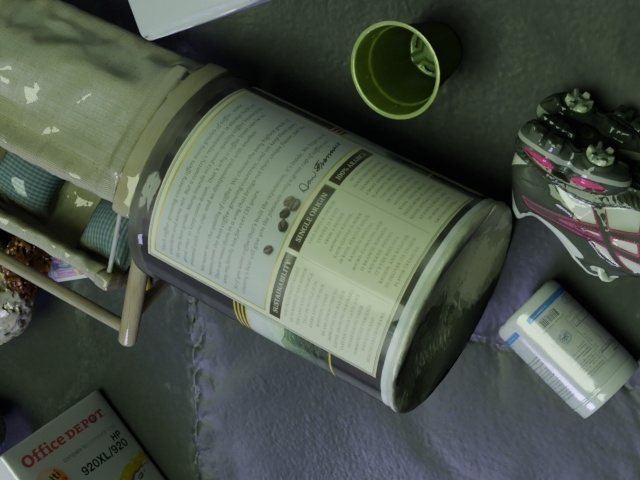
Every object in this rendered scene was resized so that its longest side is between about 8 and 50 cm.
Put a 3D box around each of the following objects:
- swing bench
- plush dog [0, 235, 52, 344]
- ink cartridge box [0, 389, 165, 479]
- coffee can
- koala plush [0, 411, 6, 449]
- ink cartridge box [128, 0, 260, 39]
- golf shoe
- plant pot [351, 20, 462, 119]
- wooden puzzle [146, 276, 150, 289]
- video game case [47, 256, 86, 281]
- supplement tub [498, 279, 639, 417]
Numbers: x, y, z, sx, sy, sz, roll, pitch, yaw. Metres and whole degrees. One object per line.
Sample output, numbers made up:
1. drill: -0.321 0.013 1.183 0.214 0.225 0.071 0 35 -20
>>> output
1. swing bench: -0.237 -0.080 1.252 0.253 0.165 0.254 26 140 20
2. plush dog: -0.419 0.031 1.463 0.225 0.210 0.262 36 134 -13
3. ink cartridge box: -0.280 0.329 1.498 0.168 0.171 0.232 -39 87 38
4. coffee can: 0.000 0.000 1.154 0.275 0.201 0.201 27 122 21
5. koala plush: -0.480 0.301 1.614 0.203 0.196 0.221 9 111 19
6. ink cartridge box: -0.052 -0.290 1.019 0.117 0.278 0.201 -13 102 33
7. golf shoe: 0.273 -0.011 1.051 0.273 0.105 0.120 37 141 22
8. plant pot: 0.081 -0.153 1.114 0.083 0.079 0.083 13 116 28
9. wooden puzzle: -0.221 -0.003 1.420 0.079 0.014 0.116 -1 109 29
10. video game case: -0.299 -0.013 1.466 0.087 0.011 0.122 -9 104 36
11. supplement tub: 0.214 0.093 1.137 0.107 0.071 0.071 46 127 8
